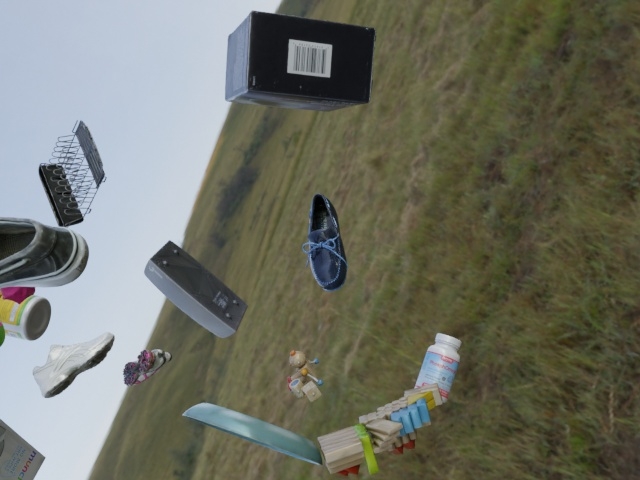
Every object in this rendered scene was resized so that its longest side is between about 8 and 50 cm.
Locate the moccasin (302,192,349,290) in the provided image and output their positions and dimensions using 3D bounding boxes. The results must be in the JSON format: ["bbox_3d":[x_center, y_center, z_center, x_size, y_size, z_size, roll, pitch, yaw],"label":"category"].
[{"bbox_3d":[0.000,0.000,1.980,0.117,0.138,0.342,62,-167,-52],"label":"moccasin"}]

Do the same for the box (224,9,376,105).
[{"bbox_3d":[-0.060,-0.418,1.508,0.294,0.296,0.182,-155,68,-71],"label":"box"}]

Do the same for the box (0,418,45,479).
[{"bbox_3d":[-0.622,0.414,1.010,0.262,0.127,0.231,-72,-30,-43],"label":"box"}]

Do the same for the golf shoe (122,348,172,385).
[{"bbox_3d":[-0.480,0.355,1.713,0.186,0.086,0.067,-35,59,39],"label":"golf shoe"}]

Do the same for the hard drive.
[{"bbox_3d":[-0.293,0.117,1.470,0.054,0.255,0.172,-46,9,15],"label":"hard drive"}]

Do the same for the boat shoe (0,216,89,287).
[{"bbox_3d":[-0.500,0.015,0.882,0.119,0.335,0.121,58,-155,-59],"label":"boat shoe"}]

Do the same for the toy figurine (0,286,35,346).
[{"bbox_3d":[-0.575,0.080,1.095,0.159,0.173,0.130,-42,-17,9],"label":"toy figurine"}]

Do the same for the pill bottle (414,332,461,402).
[{"bbox_3d":[0.303,0.323,1.582,0.087,0.087,0.160,112,179,-78],"label":"pill bottle"}]

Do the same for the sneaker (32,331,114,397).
[{"bbox_3d":[-0.666,0.307,1.663,0.232,0.115,0.090,-38,-14,-22],"label":"sneaker"}]

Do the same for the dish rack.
[{"bbox_3d":[-0.668,-0.182,1.679,0.074,0.208,0.271,-14,-21,-43],"label":"dish rack"}]

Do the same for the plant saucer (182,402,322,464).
[{"bbox_3d":[-0.140,0.412,1.340,0.317,0.318,0.043,112,178,-71],"label":"plant saucer"}]

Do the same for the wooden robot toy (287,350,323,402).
[{"bbox_3d":[-0.048,0.274,1.319,0.076,0.079,0.173,-30,18,4],"label":"wooden robot toy"}]

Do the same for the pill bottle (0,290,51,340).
[{"bbox_3d":[-0.964,0.215,1.886,0.136,0.246,0.136,11,-90,-82],"label":"pill bottle"}]

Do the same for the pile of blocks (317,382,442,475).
[{"bbox_3d":[0.161,0.445,1.397,0.149,0.362,0.112,-9,99,60],"label":"pile of blocks"}]
